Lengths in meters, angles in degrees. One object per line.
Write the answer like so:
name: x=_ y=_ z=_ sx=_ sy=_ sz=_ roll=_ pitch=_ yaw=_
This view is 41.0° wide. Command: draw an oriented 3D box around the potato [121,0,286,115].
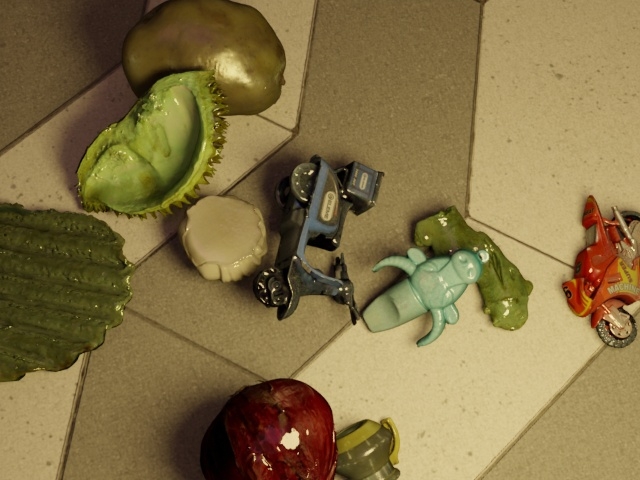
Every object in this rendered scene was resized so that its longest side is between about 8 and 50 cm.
potato: x=-0.233 y=-0.373 z=1.740 sx=0.326 sy=0.221 sz=0.243 roll=-2 pitch=103 yaw=-4

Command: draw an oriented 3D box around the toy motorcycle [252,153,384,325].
toy motorcycle: x=0.000 y=0.000 z=1.664 sx=0.212 sy=0.125 sz=0.359 roll=23 pitch=67 yaw=-19

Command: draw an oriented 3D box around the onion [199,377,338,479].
onion: x=-0.099 y=0.362 z=1.478 sx=0.221 sy=0.281 sz=0.281 roll=-7 pitch=64 yaw=-50

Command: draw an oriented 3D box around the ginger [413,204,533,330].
ginger: x=0.304 y=0.055 z=1.704 sx=0.290 sy=0.089 sz=0.137 roll=41 pitch=59 yaw=5

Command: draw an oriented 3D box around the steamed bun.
steamed bun: x=-0.189 y=-0.002 z=1.682 sx=0.182 sy=0.106 sz=0.183 roll=3 pitch=71 yaw=-9

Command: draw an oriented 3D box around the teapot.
teapot: x=0.091 y=0.389 z=1.559 sx=0.165 sy=0.130 sz=0.119 roll=-27 pitch=88 yaw=-45

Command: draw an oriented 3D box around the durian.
durian: x=-0.320 y=-0.163 z=1.665 sx=0.394 sy=0.198 sz=0.163 roll=-31 pitch=38 yaw=18

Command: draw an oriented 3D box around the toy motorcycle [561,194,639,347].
toy motorcycle: x=0.576 y=0.061 z=1.711 sx=0.171 sy=0.089 sz=0.298 roll=16 pitch=70 yaw=3

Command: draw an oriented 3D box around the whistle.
whistle: x=0.202 y=0.093 z=1.640 sx=0.274 sy=0.093 sz=0.186 roll=-33 pitch=85 yaw=17

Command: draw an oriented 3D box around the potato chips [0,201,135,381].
potato chips: x=-0.578 y=0.098 z=1.642 sx=0.429 sy=0.070 sz=0.359 roll=9 pitch=68 yaw=0
